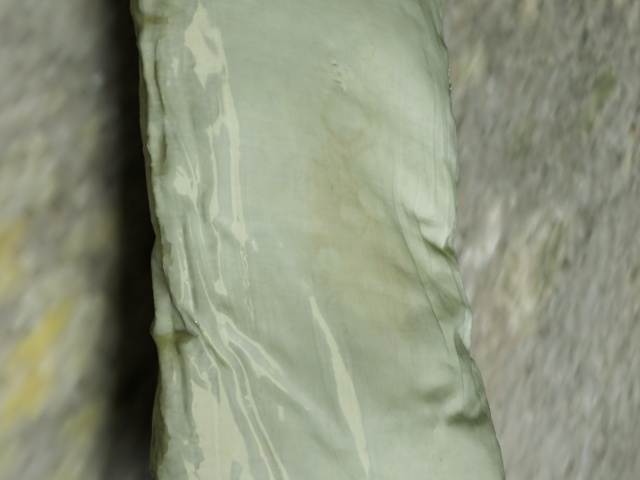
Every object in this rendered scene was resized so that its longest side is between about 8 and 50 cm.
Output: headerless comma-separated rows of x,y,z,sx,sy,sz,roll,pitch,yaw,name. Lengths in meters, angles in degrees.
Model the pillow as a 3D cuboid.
0.000,0.000,0.415,0.148,0.050,0.229,12,68,-48,pillow
